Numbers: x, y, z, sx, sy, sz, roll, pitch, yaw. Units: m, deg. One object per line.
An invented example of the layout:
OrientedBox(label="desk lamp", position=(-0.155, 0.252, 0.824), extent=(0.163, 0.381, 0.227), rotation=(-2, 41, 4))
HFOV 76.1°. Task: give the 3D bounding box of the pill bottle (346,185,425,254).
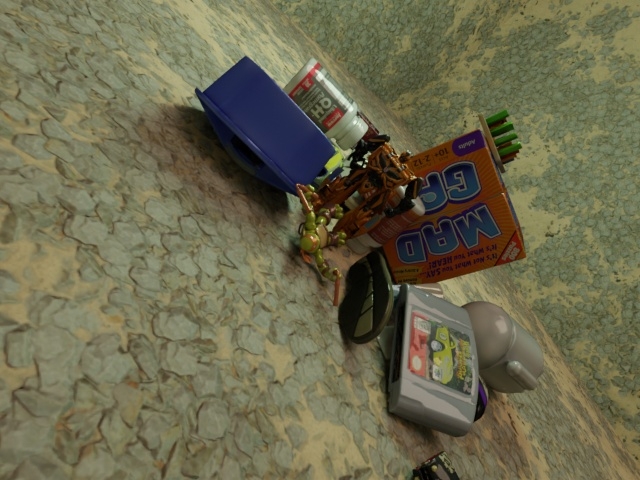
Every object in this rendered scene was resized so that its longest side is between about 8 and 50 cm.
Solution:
OrientedBox(label="pill bottle", position=(0.166, -0.058, 1.115), extent=(0.121, 0.216, 0.121), rotation=(38, 27, -24))

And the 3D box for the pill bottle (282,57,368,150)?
OrientedBox(label="pill bottle", position=(0.022, -0.487, 1.500), extent=(0.318, 0.176, 0.176), rotation=(42, 27, -17))

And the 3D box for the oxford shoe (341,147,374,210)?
OrientedBox(label="oxford shoe", position=(0.134, -0.230, 1.401), extent=(0.169, 0.130, 0.449), rotation=(48, 27, -12))

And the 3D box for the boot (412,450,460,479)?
OrientedBox(label="boot", position=(0.198, 0.451, 0.643), extent=(0.236, 0.085, 0.179), rotation=(20, 36, -57))

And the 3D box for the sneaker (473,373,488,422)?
OrientedBox(label="sneaker", position=(0.302, 0.304, 0.987), extent=(0.293, 0.102, 0.146), rotation=(54, 26, 8))

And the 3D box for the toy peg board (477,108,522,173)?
OrientedBox(label="toy peg board", position=(0.555, -0.306, 1.245), extent=(0.160, 0.079, 0.161), rotation=(8, 65, -60))

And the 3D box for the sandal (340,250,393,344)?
OrientedBox(label="sandal", position=(0.121, 0.125, 0.925), extent=(0.086, 0.120, 0.303), rotation=(58, 22, -19))

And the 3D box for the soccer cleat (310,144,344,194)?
OrientedBox(label="soccer cleat", position=(0.004, -0.228, 1.225), extent=(0.121, 0.093, 0.289), rotation=(29, 32, -26))

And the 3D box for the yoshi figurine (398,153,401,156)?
OrientedBox(label="yoshi figurine", position=(0.312, -0.261, 1.643), extent=(0.203, 0.203, 0.362), rotation=(35, 27, -25))

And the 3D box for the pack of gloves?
OrientedBox(label="pack of gloves", position=(0.232, 0.175, 0.980), extent=(0.231, 0.046, 0.195), rotation=(0, 48, -20))

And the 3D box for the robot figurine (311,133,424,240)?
OrientedBox(label="robot figurine", position=(0.109, -0.121, 1.018), extent=(0.211, 0.291, 0.085), rotation=(53, 25, 6))

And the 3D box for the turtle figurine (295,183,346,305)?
OrientedBox(label="turtle figurine", position=(0.000, 0.000, 0.920), extent=(0.270, 0.087, 0.217), rotation=(70, 21, -7))

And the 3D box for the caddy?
OrientedBox(label="caddy", position=(-0.128, -0.237, 0.929), extent=(0.341, 0.179, 0.241), rotation=(44, 2, -13))

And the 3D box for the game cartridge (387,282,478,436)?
OrientedBox(label="game cartridge", position=(0.248, 0.250, 0.885), extent=(0.195, 0.060, 0.294), rotation=(26, 50, -15))

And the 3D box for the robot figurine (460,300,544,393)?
OrientedBox(label="robot figurine", position=(0.502, 0.310, 1.191), extent=(0.353, 0.200, 0.300), rotation=(38, 5, -24))

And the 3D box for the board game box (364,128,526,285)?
OrientedBox(label="board game box", position=(0.391, -0.094, 1.272), extent=(0.356, 0.356, 0.357), rotation=(-19, 89, -63))

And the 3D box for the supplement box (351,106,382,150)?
OrientedBox(label="supplement box", position=(0.154, -0.473, 1.752), extent=(0.239, 0.130, 0.073), rotation=(46, 26, -9))
